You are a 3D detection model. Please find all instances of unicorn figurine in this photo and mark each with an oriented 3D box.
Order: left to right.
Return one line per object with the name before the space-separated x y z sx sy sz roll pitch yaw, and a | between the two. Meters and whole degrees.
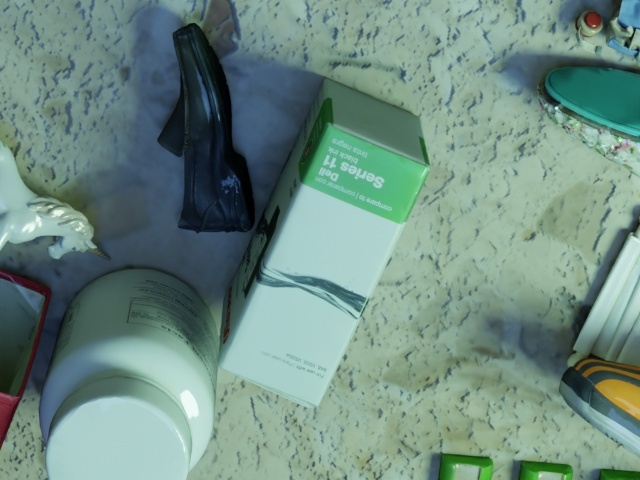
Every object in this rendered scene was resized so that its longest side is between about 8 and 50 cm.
unicorn figurine | -0.246 -0.026 1.506 0.111 0.060 0.162 -26 102 -4

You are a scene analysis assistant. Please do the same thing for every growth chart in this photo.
growth chart | 0.323 0.088 1.584 0.237 0.021 0.172 30 105 -11

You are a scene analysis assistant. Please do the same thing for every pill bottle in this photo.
pill bottle | -0.144 0.118 1.471 0.131 0.229 0.131 0 109 -1

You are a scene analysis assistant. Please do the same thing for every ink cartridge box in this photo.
ink cartridge box | 0.000 0.000 1.476 0.087 0.153 0.208 22 106 -8

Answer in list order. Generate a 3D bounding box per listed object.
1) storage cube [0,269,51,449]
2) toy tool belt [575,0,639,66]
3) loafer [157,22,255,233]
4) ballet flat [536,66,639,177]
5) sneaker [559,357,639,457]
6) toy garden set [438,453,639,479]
storage cube | -0.332 0.124 1.481 0.183 0.215 0.193 21 113 -9
toy tool belt | 0.240 -0.163 1.477 0.083 0.051 0.052 16 71 -8
loafer | -0.096 -0.082 1.495 0.061 0.062 0.170 -9 108 7
ballet flat | 0.282 -0.078 1.498 0.241 0.091 0.077 7 132 0
sneaker | 0.353 0.108 1.530 0.321 0.124 0.180 19 102 -18
toy garden set | 0.211 0.292 1.635 0.244 0.049 0.204 5 108 -3
